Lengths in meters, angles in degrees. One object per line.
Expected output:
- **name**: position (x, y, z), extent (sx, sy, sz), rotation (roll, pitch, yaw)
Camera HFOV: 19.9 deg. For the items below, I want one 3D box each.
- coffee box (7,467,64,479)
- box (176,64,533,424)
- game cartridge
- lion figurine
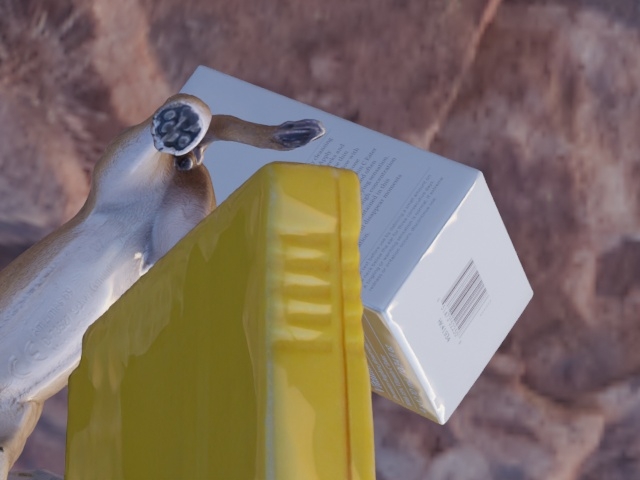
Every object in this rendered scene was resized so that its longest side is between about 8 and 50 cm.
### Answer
- **coffee box**: position (-0.297, 0.266, 1.458), extent (0.098, 0.141, 0.246), rotation (14, -173, 39)
- **box**: position (0.000, 0.000, 1.767), extent (0.345, 0.168, 0.215), rotation (24, 158, 34)
- **game cartridge**: position (-0.049, 0.164, 0.735), extent (0.053, 0.323, 0.285), rotation (8, 161, -21)
- **lion figurine**: position (-0.164, 0.032, 1.150), extent (0.392, 0.240, 0.142), rotation (-35, 102, 3)
